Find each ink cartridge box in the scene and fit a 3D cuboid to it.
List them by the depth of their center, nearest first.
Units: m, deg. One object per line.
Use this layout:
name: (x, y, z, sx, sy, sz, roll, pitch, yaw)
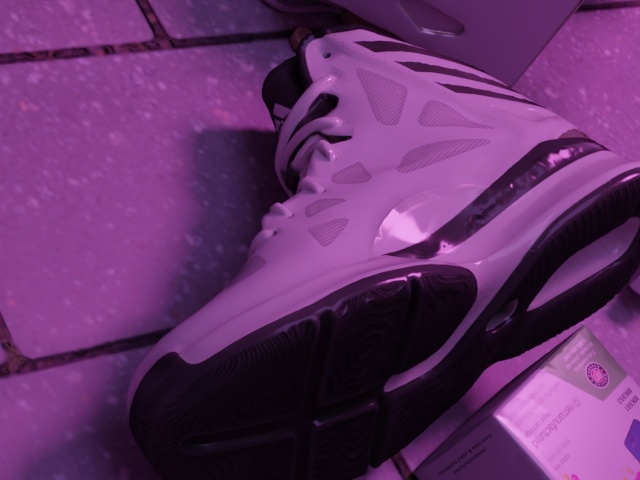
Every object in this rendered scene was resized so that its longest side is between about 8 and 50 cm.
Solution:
ink cartridge box: (0.192, 0.186, 1.357, 0.212, 0.093, 0.154, 51, 39, 4)
ink cartridge box: (0.090, -0.271, 1.602, 0.197, 0.114, 0.273, 26, 33, -23)

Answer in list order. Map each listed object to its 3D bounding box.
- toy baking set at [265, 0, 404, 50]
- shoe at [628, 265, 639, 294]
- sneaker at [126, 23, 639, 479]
toy baking set: (0.039, -0.165, 1.569, 0.196, 0.030, 0.256, 2, 56, -40)
shoe: (0.317, 0.018, 1.630, 0.081, 0.063, 0.178, 44, 35, 5)
sneaker: (0.000, 0.001, 1.341, 0.447, 0.169, 0.257, -25, 50, -38)
